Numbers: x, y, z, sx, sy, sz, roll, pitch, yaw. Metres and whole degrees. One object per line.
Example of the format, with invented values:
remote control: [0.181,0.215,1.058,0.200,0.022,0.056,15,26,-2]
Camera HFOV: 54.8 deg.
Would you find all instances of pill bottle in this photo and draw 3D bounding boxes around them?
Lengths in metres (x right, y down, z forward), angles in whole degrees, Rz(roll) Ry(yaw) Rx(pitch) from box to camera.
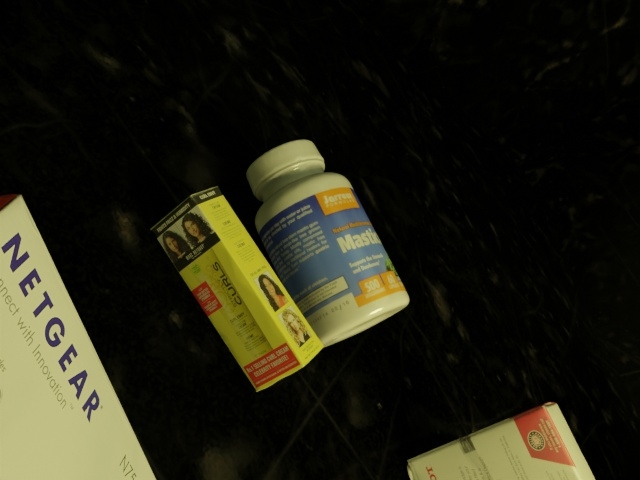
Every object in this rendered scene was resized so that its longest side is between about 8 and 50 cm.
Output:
pill bottle: [0.000,0.000,0.874,0.152,0.152,0.272,-5,65,-59]

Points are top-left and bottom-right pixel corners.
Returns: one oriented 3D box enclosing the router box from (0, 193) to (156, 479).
router box: [-0.185,0.194,0.282,0.301,0.082,0.336,-74,155,-57]

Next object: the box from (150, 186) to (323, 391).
box: [-0.099,0.057,0.732,0.232,0.087,0.058,57,30,-1]

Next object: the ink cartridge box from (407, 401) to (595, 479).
ink cartridge box: [0.250,0.336,0.842,0.092,0.217,0.159,16,48,-58]
